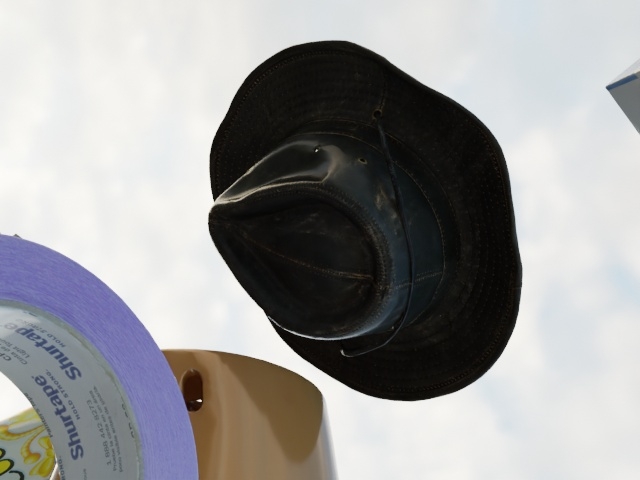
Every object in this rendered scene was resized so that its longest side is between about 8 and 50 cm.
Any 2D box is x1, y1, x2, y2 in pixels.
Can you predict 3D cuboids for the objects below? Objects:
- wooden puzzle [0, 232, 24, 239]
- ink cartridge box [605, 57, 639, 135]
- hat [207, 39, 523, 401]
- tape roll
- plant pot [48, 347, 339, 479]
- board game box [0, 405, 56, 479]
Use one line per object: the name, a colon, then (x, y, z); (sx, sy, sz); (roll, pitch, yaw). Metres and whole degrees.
wooden puzzle: (-0.214, 0.028, 1.289); (0.006, 0.049, 0.083); (96, 10, -48)
ink cartridge box: (0.232, -0.109, 1.072); (0.052, 0.122, 0.088); (54, -14, -4)
hat: (0.000, 0.000, 1.577); (0.331, 0.134, 0.331); (16, -64, 37)
tape roll: (-0.207, 0.137, 1.148); (0.090, 0.275, 0.274); (-26, -105, 43)
plant pot: (-0.104, 0.217, 1.575); (0.291, 0.291, 0.203); (-34, -135, 54)
board game box: (-0.249, 0.249, 1.882); (0.142, 0.275, 0.144); (-127, -164, -59)
